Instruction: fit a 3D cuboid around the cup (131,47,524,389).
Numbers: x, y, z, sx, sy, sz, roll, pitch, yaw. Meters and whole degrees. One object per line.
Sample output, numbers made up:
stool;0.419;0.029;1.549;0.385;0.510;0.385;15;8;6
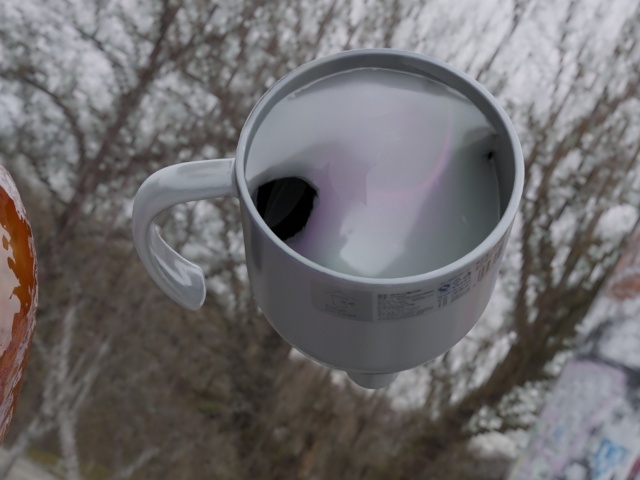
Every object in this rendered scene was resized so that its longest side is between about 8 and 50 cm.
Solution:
cup;0.009;0.007;0.737;0.134;0.173;0.142;54;-19;25

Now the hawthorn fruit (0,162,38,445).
hawthorn fruit;-0.219;0.038;0.481;0.224;0.261;0.224;13;-51;17
